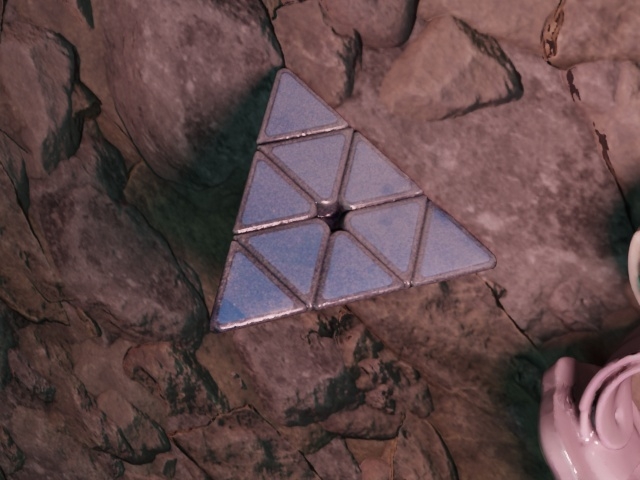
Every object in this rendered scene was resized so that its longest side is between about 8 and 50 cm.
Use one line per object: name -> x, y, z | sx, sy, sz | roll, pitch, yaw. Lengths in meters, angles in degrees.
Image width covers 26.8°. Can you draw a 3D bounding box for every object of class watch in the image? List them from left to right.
watch -> 0.338, 0.205, 1.279 | 0.217, 0.211, 0.248 | -25, 93, 37

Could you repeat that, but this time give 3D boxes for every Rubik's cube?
Rubik's cube -> 0.002, 0.002, 1.429 | 0.233, 0.229, 0.228 | 34, -168, -37

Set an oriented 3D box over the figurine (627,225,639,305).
figurine -> 0.362, 0.021, 1.151 | 0.237, 0.141, 0.162 | -26, 98, 46
